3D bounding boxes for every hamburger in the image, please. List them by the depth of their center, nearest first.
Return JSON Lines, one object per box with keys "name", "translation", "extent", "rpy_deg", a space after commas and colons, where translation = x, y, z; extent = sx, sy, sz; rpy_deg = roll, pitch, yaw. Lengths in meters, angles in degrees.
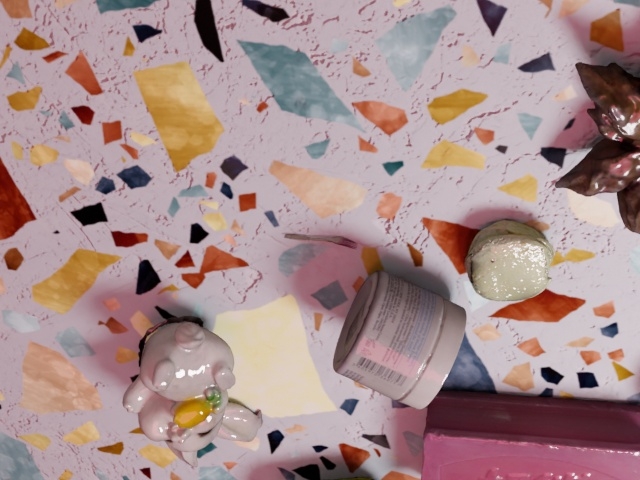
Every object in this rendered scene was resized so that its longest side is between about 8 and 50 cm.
{"name": "hamburger", "translation": [0.282, 0.036, 1.677], "extent": [0.133, 0.062, 0.140], "rpy_deg": [12, 126, 0]}

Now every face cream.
{"name": "face cream", "translation": [0.118, 0.151, 1.724], "extent": [0.153, 0.177, 0.177], "rpy_deg": [25, 128, -5]}

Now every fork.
{"name": "fork", "translation": [0.000, -0.001, 1.734], "extent": [0.115, 0.016, 0.012], "rpy_deg": [8, 137, 7]}

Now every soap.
{"name": "soap", "translation": [0.353, 0.381, 1.887], "extent": [0.360, 0.128, 0.232], "rpy_deg": [3, 125, 9]}

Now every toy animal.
{"name": "toy animal", "translation": [-0.219, 0.262, 1.899], "extent": [0.209, 0.154, 0.325], "rpy_deg": [-24, 143, 3]}

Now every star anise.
{"name": "star anise", "translation": [0.443, -0.142, 1.477], "extent": [0.315, 0.108, 0.315], "rpy_deg": [2, 132, 2]}

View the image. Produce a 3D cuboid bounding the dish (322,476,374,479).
{"name": "dish", "translation": [0.050, 0.505, 2.053], "extent": [0.263, 0.108, 0.221], "rpy_deg": [-19, 121, 26]}
